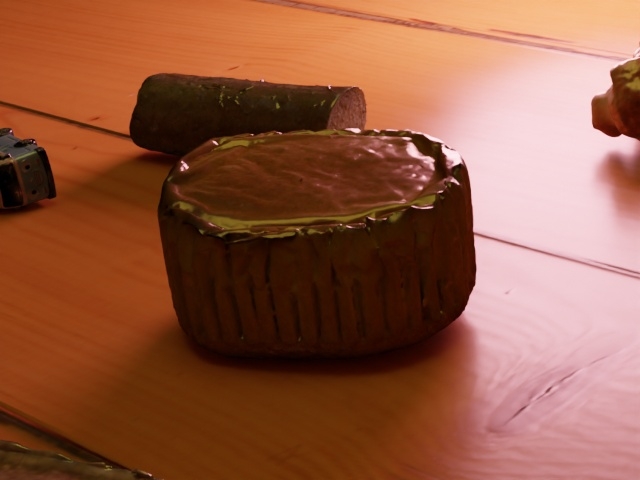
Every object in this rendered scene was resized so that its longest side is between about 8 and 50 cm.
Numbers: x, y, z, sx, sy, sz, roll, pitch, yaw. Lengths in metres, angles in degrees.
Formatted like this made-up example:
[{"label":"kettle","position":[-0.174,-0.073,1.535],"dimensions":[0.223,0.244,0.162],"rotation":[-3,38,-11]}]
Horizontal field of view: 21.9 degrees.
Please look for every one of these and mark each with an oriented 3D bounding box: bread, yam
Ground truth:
[{"label":"bread","position":[0.000,0.000,1.350],"dimensions":[0.253,0.142,0.227],"rotation":[1,22,7]},{"label":"yam","position":[-0.081,-0.126,1.732],"dimensions":[0.259,0.093,0.093],"rotation":[8,26,29]}]

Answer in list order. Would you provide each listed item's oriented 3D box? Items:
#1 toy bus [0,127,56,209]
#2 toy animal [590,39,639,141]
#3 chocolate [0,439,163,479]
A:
[{"label":"toy bus","position":[-0.329,-0.072,1.696],"dimensions":[0.075,0.060,0.123],"rotation":[-24,26,-29]},{"label":"toy animal","position":[0.383,-0.152,1.697],"dimensions":[0.184,0.104,0.185],"rotation":[14,24,24]},{"label":"chocolate","position":[-0.229,0.186,0.995],"dimensions":[0.303,0.100,0.185],"rotation":[8,15,23]}]
